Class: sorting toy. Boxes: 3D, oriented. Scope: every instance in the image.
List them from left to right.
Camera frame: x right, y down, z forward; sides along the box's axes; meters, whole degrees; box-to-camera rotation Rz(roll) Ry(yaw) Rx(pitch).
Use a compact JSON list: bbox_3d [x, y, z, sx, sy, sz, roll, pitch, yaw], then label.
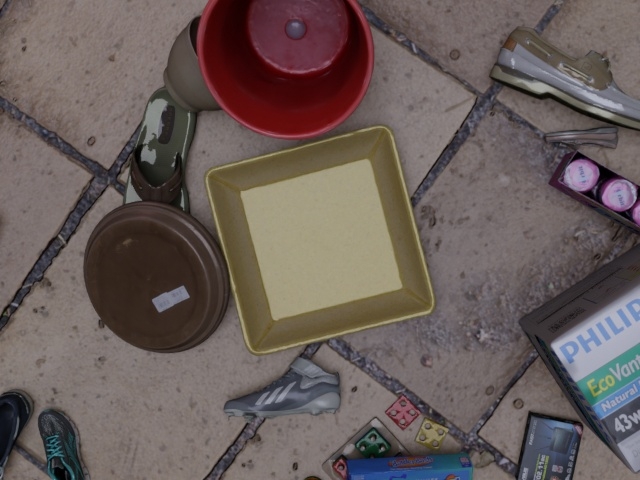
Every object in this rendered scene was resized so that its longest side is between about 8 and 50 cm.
[{"bbox_3d":[0.099,0.396,1.726,0.274,0.046,0.132,-42,89,3],"label":"sorting toy"}]

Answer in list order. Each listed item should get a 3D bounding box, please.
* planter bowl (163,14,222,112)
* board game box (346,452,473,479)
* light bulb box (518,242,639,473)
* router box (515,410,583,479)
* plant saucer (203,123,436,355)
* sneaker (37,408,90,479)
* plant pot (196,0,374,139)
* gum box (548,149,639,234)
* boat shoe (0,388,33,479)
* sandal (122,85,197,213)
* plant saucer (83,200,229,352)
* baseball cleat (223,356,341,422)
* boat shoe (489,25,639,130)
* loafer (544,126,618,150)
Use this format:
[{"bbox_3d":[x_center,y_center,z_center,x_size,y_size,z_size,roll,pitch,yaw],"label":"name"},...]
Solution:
[{"bbox_3d":[-0.198,-0.286,1.687,0.109,0.162,0.162,-31,89,31],"label":"planter bowl"},{"bbox_3d":[0.149,0.445,1.684,0.210,0.047,0.160,-1,110,-6],"label":"board game box"},{"bbox_3d":[0.530,0.137,1.532,0.358,0.361,0.225,-34,89,4],"label":"light bulb box"},{"bbox_3d":[0.393,0.364,1.708,0.092,0.038,0.122,11,92,4],"label":"router box"},{"bbox_3d":[0.000,0.000,1.707,0.333,0.081,0.332,-14,90,4],"label":"plant saucer"},{"bbox_3d":[-0.457,0.378,1.749,0.065,0.076,0.166,-23,90,3],"label":"sneaker"},{"bbox_3d":[-0.046,-0.325,1.595,0.275,0.243,0.274,1,113,3],"label":"plant pot"},{"bbox_3d":[0.485,-0.076,1.657,0.188,0.107,0.062,30,93,3],"label":"gum box"},{"bbox_3d":[-0.593,0.384,1.757,0.095,0.079,0.254,34,93,2],"label":"boat shoe"},{"bbox_3d":[-0.285,-0.120,1.719,0.120,0.086,0.302,5,92,4],"label":"sandal"},{"bbox_3d":[-0.290,0.069,1.703,0.278,0.041,0.277,5,107,16],"label":"plant saucer"},{"bbox_3d":[-0.067,0.260,1.733,0.206,0.072,0.109,-3,75,2],"label":"baseball cleat"},{"bbox_3d":[0.441,-0.265,1.652,0.302,0.113,0.103,22,97,5],"label":"boat shoe"},{"bbox_3d":[0.446,-0.170,1.691,0.125,0.045,0.039,-5,98,1],"label":"loafer"}]
